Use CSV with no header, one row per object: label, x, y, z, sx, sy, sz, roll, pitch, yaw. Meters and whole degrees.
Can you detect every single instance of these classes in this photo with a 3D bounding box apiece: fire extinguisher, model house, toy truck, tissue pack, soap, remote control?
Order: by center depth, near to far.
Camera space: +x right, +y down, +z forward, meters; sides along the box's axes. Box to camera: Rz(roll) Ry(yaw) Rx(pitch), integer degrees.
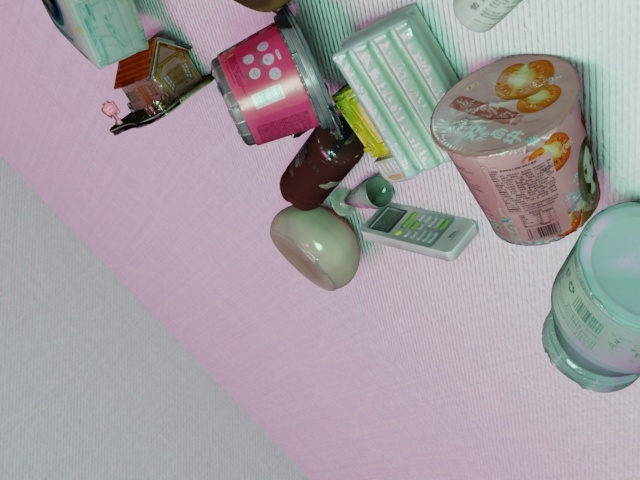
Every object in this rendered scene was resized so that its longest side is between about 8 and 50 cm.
soap,0.159,-0.258,1.704,0.160,0.087,0.265,-23,113,28
toy truck,0.120,-0.213,1.843,0.227,0.114,0.098,53,151,-17
remote control,0.201,-0.021,2.011,0.250,0.103,0.034,16,143,44
fire extinguisher,0.009,-0.167,2.037,0.114,0.135,0.337,33,152,-5
tissue pack,-0.542,-0.604,2.106,0.287,0.162,0.388,43,158,42
model house,-0.402,-0.369,2.238,0.294,0.207,0.154,-3,123,54

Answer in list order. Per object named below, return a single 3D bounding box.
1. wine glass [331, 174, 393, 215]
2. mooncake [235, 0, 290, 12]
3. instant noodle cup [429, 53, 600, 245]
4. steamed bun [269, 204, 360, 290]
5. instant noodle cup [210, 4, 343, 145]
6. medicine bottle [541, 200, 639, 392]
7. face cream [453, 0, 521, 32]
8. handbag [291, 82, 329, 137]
wine glass,0.089,-0.092,2.099,0.073,0.073,0.155,51,153,-11
mooncake,-0.124,-0.527,1.741,0.235,0.117,0.234,36,152,23
instant noodle cup,0.330,-0.136,1.560,0.243,0.243,0.231,14,147,44
steamed bun,0.000,0.000,2.256,0.232,0.145,0.232,41,167,12
instant noodle cup,-0.095,-0.290,1.825,0.258,0.182,0.302,67,180,-55
medicine bottle,0.507,0.110,1.636,0.245,0.245,0.290,36,153,16
face cream,0.289,-0.398,1.404,0.082,0.082,0.269,46,151,-2
handbag,-0.035,-0.291,2.002,0.115,0.072,0.139,53,138,-6
